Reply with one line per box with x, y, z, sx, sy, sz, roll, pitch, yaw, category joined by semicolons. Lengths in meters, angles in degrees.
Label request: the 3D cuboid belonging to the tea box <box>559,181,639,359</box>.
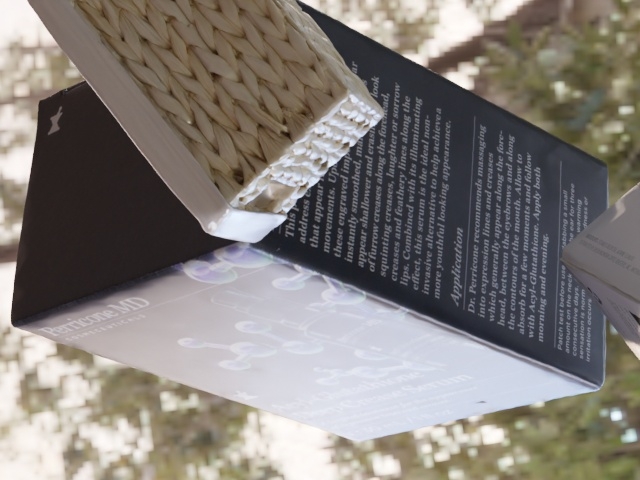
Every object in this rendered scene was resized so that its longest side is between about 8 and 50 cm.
0.411;0.049;1.289;0.329;0.323;0.220;52;-2;-14;tea box

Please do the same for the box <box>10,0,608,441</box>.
0.000;0.000;1.483;0.293;0.395;0.212;-19;-122;45;box

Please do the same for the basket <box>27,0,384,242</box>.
-0.056;-0.094;0.936;0.167;0.103;0.113;53;8;9;basket
